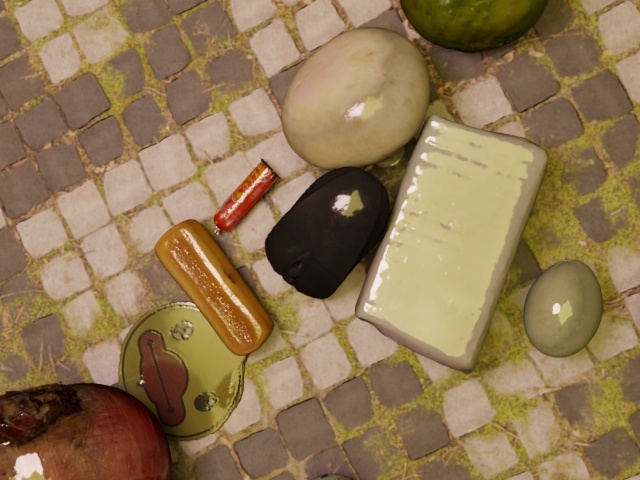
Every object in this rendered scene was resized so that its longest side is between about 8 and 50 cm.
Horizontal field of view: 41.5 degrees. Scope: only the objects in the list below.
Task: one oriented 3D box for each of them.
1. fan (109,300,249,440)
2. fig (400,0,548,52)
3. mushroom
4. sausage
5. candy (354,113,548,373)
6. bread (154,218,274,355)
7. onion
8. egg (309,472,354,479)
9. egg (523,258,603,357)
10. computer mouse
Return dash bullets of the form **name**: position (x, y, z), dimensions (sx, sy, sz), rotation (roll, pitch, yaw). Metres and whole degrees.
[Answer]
- **fan**: position (-0.271, 0.231, 1.406), dimensions (0.335, 0.011, 0.229), rotation (-19, 86, 6)
- **fig**: position (0.243, -0.384, 1.230), dimensions (0.233, 0.314, 0.233), rotation (-4, 109, -12)
- **mushroom**: position (0.060, -0.201, 1.293), dimensions (0.246, 0.202, 0.246), rotation (-20, 44, 20)
- **sausage**: position (-0.129, -0.067, 1.383), dimensions (0.050, 0.048, 0.145), rotation (44, 96, 12)
- **candy**: position (0.199, 0.002, 1.290), dimensions (0.208, 0.145, 0.358), rotation (21, 90, 7)
- **bread**: position (-0.168, 0.078, 1.367), dimensions (0.093, 0.074, 0.239), rotation (-38, 85, 7)
- **onion**: position (-0.402, 0.353, 1.260), dimensions (0.354, 0.353, 0.353), rotation (0, 88, 7)
- **egg**: position (0.013, 0.445, 1.306), dimensions (0.132, 0.132, 0.172), rotation (13, 102, 7)
- **egg**: position (0.368, 0.103, 1.282), dimensions (0.114, 0.114, 0.152), rotation (15, 88, 7)
- **computer mouse**: position (0.000, 0.000, 1.275), dimensions (0.137, 0.086, 0.269), rotation (43, 133, 3)
